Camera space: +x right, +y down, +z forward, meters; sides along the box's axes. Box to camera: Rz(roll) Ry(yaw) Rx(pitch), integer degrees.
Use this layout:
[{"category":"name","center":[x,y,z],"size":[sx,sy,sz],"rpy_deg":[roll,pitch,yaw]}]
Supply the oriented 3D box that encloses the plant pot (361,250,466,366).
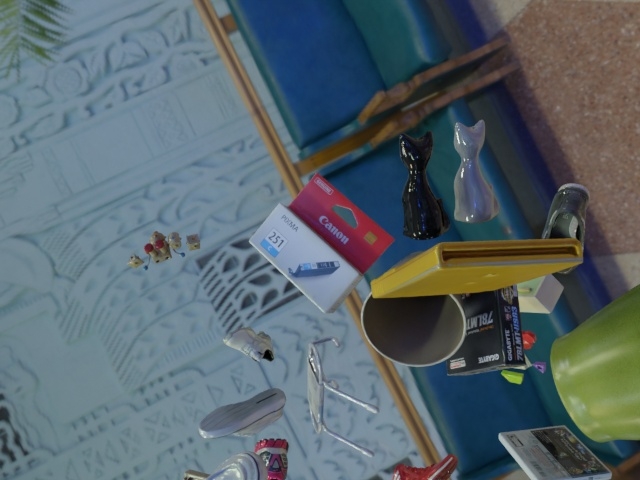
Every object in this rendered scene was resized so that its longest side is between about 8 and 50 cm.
[{"category":"plant pot","center":[0.255,0.142,1.753],"size":[0.274,0.256,0.257],"rpy_deg":[-62,-47,-60]}]

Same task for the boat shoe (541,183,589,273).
[{"category":"boat shoe","center":[0.636,-0.005,1.771],"size":[0.112,0.095,0.335],"rpy_deg":[14,144,22]}]

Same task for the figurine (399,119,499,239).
[{"category":"figurine","center":[0.255,-0.129,1.349],"size":[0.092,0.214,0.210],"rpy_deg":[22,125,61]}]

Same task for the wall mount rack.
[{"category":"wall mount rack","center":[0.050,0.460,1.960],"size":[0.304,0.130,0.350],"rpy_deg":[-118,22,-48]}]

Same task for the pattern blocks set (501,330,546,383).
[{"category":"pattern blocks set","center":[0.626,0.381,2.324],"size":[0.324,0.026,0.285],"rpy_deg":[7,132,48]}]

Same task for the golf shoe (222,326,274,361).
[{"category":"golf shoe","center":[-0.187,0.289,1.842],"size":[0.176,0.069,0.086],"rpy_deg":[18,-148,-49]}]

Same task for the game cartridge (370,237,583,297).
[{"category":"game cartridge","center":[0.280,0.058,1.283],"size":[0.323,0.285,0.053],"rpy_deg":[143,124,-69]}]

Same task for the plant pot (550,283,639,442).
[{"category":"plant pot","center":[0.685,0.251,1.378],"size":[0.353,0.366,0.367],"rpy_deg":[-31,84,36]}]

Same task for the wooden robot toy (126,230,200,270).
[{"category":"wooden robot toy","center":[-0.372,0.003,1.570],"size":[0.076,0.173,0.079],"rpy_deg":[75,174,-57]}]

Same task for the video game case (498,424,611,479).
[{"category":"video game case","center":[0.523,0.484,1.517],"size":[0.190,0.173,0.022],"rpy_deg":[-126,34,-70]}]

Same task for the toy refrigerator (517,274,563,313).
[{"category":"toy refrigerator","center":[0.628,0.162,2.155],"size":[0.094,0.102,0.269],"rpy_deg":[42,160,-20]}]

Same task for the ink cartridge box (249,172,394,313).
[{"category":"ink cartridge box","center":[0.000,0.000,1.772],"size":[0.296,0.261,0.066],"rpy_deg":[42,-175,18]}]

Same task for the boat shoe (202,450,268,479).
[{"category":"boat shoe","center":[-0.262,0.554,1.306],"size":[0.136,0.367,0.156],"rpy_deg":[44,-176,38]}]

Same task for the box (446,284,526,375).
[{"category":"box","center":[0.420,0.200,1.785],"size":[0.295,0.073,0.293],"rpy_deg":[138,134,-67]}]

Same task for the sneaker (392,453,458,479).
[{"category":"sneaker","center":[0.304,0.703,2.054],"size":[0.128,0.221,0.087],"rpy_deg":[45,175,39]}]

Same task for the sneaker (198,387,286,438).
[{"category":"sneaker","center":[-0.199,0.480,1.782],"size":[0.094,0.258,0.091],"rpy_deg":[28,124,49]}]

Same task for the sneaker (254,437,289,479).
[{"category":"sneaker","center":[-0.161,0.670,1.903],"size":[0.299,0.120,0.112],"rpy_deg":[105,165,-47]}]

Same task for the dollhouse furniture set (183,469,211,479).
[{"category":"dollhouse furniture set","center":[-0.309,0.683,1.691],"size":[0.123,0.144,0.151],"rpy_deg":[0,-85,-68]}]
